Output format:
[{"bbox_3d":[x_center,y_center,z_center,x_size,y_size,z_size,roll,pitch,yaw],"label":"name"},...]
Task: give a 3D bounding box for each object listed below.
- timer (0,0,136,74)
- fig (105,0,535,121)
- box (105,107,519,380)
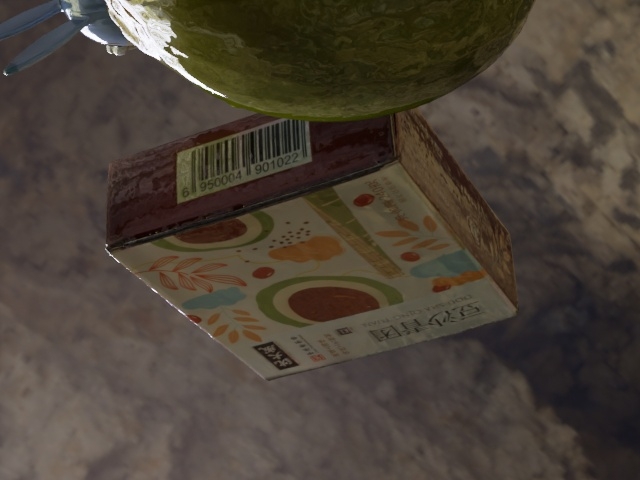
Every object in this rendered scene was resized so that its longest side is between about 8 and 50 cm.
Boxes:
[{"bbox_3d":[-0.290,-0.290,1.946,0.255,0.175,0.175,-51,-138,0],"label":"timer"},{"bbox_3d":[-0.001,-0.236,1.162,0.343,0.343,0.343,-22,-130,28],"label":"fig"},{"bbox_3d":[0.000,0.000,1.739,0.345,0.385,0.122,-16,-123,20],"label":"box"}]
